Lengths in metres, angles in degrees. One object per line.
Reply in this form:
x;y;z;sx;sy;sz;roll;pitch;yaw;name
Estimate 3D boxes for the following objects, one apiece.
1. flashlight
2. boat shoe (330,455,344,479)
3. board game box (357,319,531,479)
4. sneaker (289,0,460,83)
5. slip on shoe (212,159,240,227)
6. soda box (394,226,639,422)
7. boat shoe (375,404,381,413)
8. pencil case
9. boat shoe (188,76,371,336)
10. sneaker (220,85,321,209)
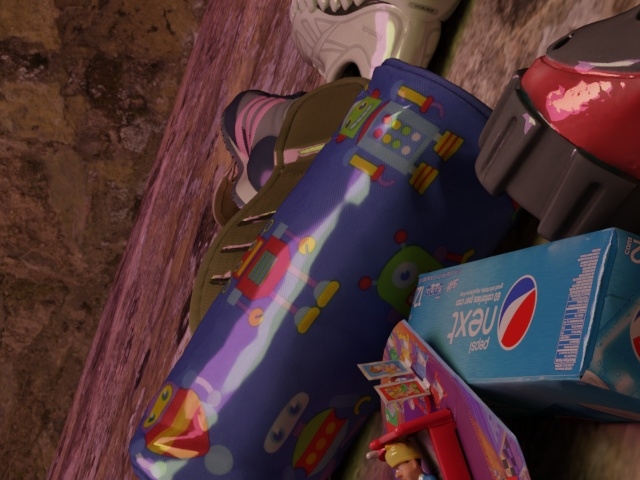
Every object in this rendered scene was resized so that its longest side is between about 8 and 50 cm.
0.180;-0.133;0.531;0.304;0.103;0.103;-61;0;28;flashlight
-0.050;0.238;0.885;0.123;0.123;0.342;32;91;44;boat shoe
0.053;0.125;0.611;0.168;0.033;0.133;-132;35;-55;board game box
0.032;-0.173;1.126;0.292;0.110;0.118;-174;95;-75;sneaker
-0.094;-0.074;1.546;0.135;0.051;0.041;-61;28;9;slip on shoe
0.109;0.047;0.596;0.210;0.071;0.067;160;127;-71;soda box
0.053;0.035;0.856;0.072;0.068;0.190;107;-175;-71;boat shoe
0.012;0.044;0.747;0.306;0.133;0.119;-57;27;-1;pencil case
0.000;0.000;0.926;0.113;0.103;0.302;-6;37;29;boat shoe
-0.022;-0.106;1.252;0.131;0.112;0.319;-50;23;14;sneaker
